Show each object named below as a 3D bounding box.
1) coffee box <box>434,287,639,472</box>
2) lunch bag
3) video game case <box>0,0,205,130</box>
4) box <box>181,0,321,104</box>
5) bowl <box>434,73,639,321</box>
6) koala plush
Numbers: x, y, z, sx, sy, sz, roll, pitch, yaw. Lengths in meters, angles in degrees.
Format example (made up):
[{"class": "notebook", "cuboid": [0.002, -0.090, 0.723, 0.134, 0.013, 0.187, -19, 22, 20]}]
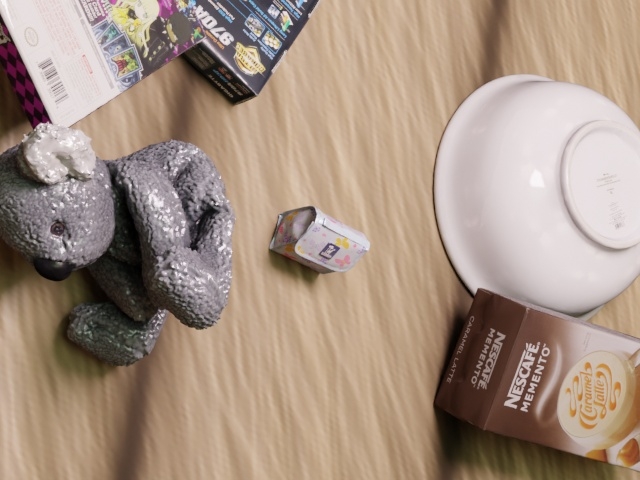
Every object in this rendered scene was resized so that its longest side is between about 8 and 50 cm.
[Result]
[{"class": "coffee box", "cuboid": [0.265, 0.154, 1.918, 0.246, 0.098, 0.141, 17, 94, -31]}, {"class": "lunch bag", "cuboid": [0.000, 0.000, 1.798, 0.071, 0.083, 0.053, 27, 67, -29]}, {"class": "video game case", "cuboid": [-0.226, -0.243, 1.623, 0.210, 0.042, 0.232, -40, 115, -39]}, {"class": "box", "cuboid": [-0.108, -0.274, 1.792, 0.220, 0.051, 0.175, 42, 62, -21]}, {"class": "bowl", "cuboid": [0.280, -0.052, 1.969, 0.298, 0.134, 0.298, 7, 78, -33]}, {"class": "koala plush", "cuboid": [-0.210, -0.023, 1.607, 0.221, 0.196, 0.203, 22, 59, -29]}]
